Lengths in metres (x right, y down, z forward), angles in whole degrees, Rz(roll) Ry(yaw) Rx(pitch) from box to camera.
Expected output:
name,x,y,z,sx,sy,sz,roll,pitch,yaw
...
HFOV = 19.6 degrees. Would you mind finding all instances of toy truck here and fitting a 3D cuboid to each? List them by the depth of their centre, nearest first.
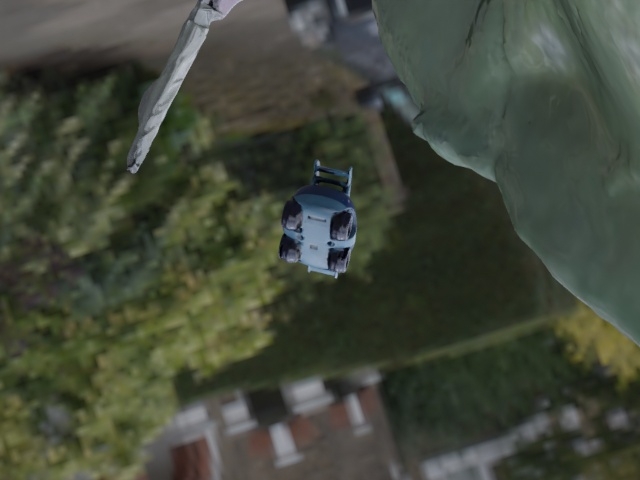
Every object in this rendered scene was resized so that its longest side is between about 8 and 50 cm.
name,x,y,z,sx,sy,sz,roll,pitch,yaw
toy truck,0.000,0.000,1.575,0.063,0.136,0.074,14,-135,6

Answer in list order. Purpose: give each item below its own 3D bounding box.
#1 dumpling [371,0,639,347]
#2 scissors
name,x,y,z,sx,sy,sz,roll,pitch,yaw
dumpling,0.117,-0.132,0.436,0.211,0.270,0.321,11,-134,6
scissors,-0.080,-0.140,1.193,0.021,0.212,0.110,22,172,30
